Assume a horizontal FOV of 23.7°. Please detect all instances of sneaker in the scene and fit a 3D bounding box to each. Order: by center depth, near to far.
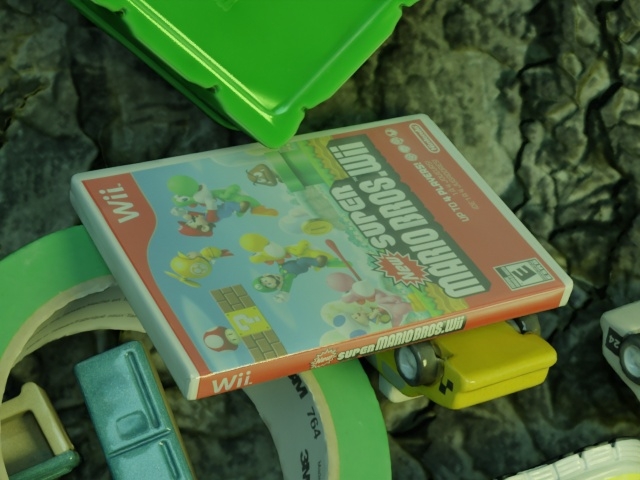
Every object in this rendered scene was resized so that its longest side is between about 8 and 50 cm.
[{"bbox_3d":[0.138,0.208,1.055,0.208,0.081,0.094,-18,79,-2],"label":"sneaker"}]

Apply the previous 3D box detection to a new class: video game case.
[{"bbox_3d":[0.000,0.000,1.030,0.285,0.025,0.204,-12,45,-27],"label":"video game case"}]

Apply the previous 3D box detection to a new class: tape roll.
[{"bbox_3d":[-0.111,0.143,1.002,0.321,0.077,0.321,13,57,-21],"label":"tape roll"}]

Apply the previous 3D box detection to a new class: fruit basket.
[{"bbox_3d":[-0.096,-0.284,1.086,0.283,0.392,0.392,-46,79,11],"label":"fruit basket"}]

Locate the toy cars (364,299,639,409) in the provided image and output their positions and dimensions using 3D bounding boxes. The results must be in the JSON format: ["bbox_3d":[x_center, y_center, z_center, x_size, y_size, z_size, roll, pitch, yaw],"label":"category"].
[{"bbox_3d":[0.173,0.092,1.047,0.394,0.176,0.087,13,122,12],"label":"toy cars"}]

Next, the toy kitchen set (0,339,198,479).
[{"bbox_3d":[-0.205,0.153,1.039,0.207,0.166,0.122,-23,77,-2],"label":"toy kitchen set"}]
